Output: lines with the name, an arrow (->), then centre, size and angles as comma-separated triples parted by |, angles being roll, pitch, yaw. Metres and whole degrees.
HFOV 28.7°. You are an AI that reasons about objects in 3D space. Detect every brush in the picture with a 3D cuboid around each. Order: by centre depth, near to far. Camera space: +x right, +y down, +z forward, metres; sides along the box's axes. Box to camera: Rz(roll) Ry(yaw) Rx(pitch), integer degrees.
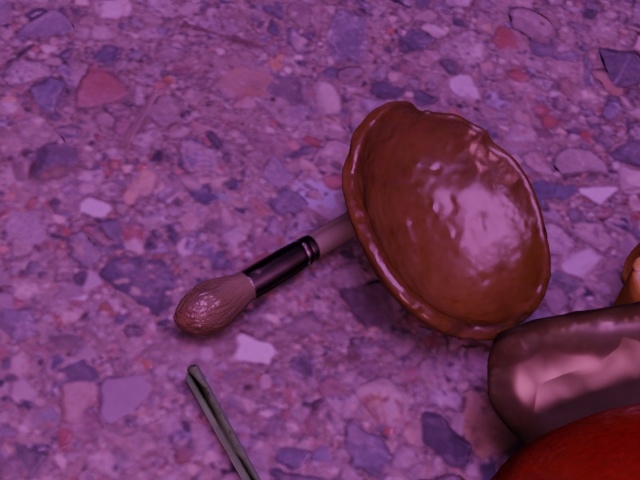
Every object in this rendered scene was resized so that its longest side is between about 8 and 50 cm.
brush -> 0.000, 0.000, 1.027 | 0.299, 0.042, 0.039 | -31, 78, -33

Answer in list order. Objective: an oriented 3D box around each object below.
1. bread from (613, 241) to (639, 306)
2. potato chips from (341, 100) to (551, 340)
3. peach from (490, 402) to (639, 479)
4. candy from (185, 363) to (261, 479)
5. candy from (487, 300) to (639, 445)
bread -> 0.309, 0.044, 1.030 | 0.149, 0.073, 0.122 | -15, 52, -20
potato chips -> 0.095, -0.012, 1.021 | 0.208, 0.062, 0.195 | 47, 54, 3
peach -> 0.232, 0.214, 0.782 | 0.281, 0.238, 0.281 | 1, 11, 0
candy -> -0.036, 0.187, 0.865 | 0.077, 0.073, 0.262 | -3, 44, -36
candy -> 0.242, 0.093, 0.911 | 0.234, 0.104, 0.102 | -12, 86, 13
